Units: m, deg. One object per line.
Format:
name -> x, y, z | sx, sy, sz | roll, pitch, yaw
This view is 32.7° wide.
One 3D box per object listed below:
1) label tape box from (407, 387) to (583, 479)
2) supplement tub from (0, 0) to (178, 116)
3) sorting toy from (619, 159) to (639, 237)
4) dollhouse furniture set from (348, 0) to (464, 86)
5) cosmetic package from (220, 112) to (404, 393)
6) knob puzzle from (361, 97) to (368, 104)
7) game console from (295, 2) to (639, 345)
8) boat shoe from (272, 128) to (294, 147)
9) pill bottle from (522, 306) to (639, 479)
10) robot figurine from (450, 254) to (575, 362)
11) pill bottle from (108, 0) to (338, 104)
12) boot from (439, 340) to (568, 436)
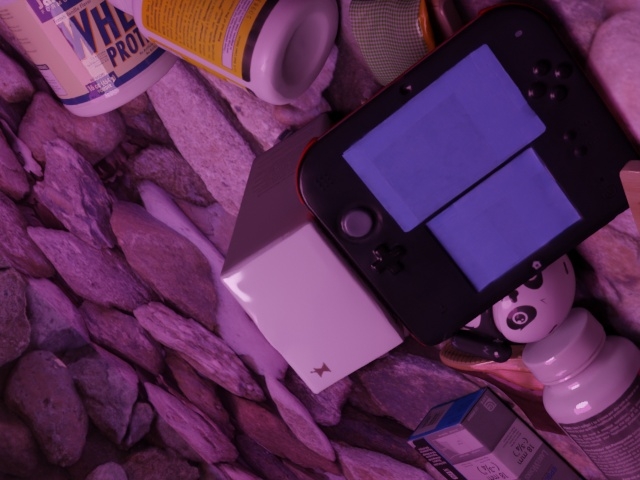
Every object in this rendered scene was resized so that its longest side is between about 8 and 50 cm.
label tape box -> 0.370, 0.463, 2.202 | 0.334, 0.106, 0.240 | 43, 152, -3
supplement tub -> -0.407, -0.396, 1.823 | 0.235, 0.235, 0.325 | 4, 135, 48
sorting toy -> 0.538, -0.006, 1.362 | 0.257, 0.089, 0.255 | 10, 138, 45
dollhouse furniture set -> 0.134, -0.187, 1.539 | 0.198, 0.151, 0.301 | 5, 135, 48
cosmetic package -> 0.000, 0.000, 1.670 | 0.161, 0.453, 0.230 | -32, 110, 17
knob puzzle -> 0.081, -0.133, 1.677 | 0.213, 0.030, 0.213 | -15, -90, -87
game console -> 0.198, -0.083, 1.432 | 0.342, 0.386, 0.060 | 51, -171, -16
boat shoe -> -0.048, -0.115, 1.952 | 0.083, 0.065, 0.183 | 35, 150, 14
pill bottle -> 0.467, 0.263, 1.731 | 0.318, 0.176, 0.176 | 48, 151, -12
robot figurine -> 0.258, 0.059, 1.705 | 0.278, 0.173, 0.209 | 17, 146, 39
pill bottle -> -0.155, -0.351, 1.630 | 0.334, 0.188, 0.188 | 30, 149, 20
boot -> 0.347, 0.270, 1.975 | 0.248, 0.090, 0.207 | 0, 130, 46
